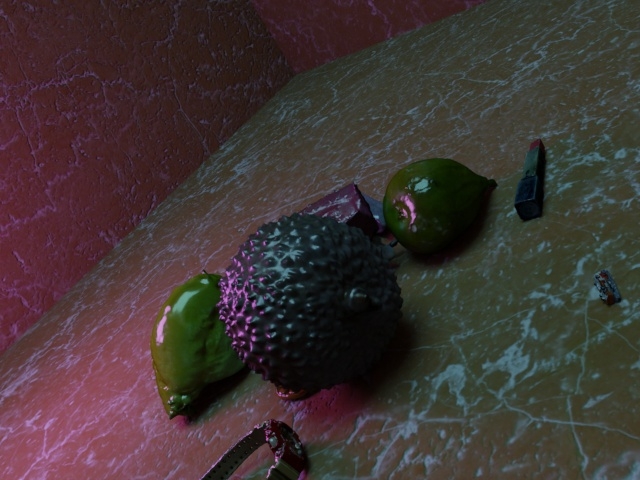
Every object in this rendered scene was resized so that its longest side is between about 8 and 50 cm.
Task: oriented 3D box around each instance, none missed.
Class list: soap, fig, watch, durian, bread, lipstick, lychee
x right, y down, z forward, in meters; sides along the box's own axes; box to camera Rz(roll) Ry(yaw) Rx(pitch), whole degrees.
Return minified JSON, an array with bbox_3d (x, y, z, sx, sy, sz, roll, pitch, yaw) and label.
[{"bbox_3d":[0.000,0.000,1.659,0.289,0.112,0.182,-30,39,11],"label":"soap"},{"bbox_3d":[0.287,-0.093,1.666,0.233,0.233,0.314,-18,1,32],"label":"fig"},{"bbox_3d":[-0.149,0.464,1.288,0.268,0.102,0.165,-45,26,-4],"label":"watch"},{"bbox_3d":[-0.305,0.250,1.684,0.256,0.339,0.204,-15,0,-13],"label":"durian"},{"bbox_3d":[-0.053,0.315,1.502,0.110,0.024,0.110,-24,28,14],"label":"bread"},{"bbox_3d":[0.519,-0.159,1.638,0.051,0.051,0.312,-19,26,32],"label":"lipstick"},{"bbox_3d":[-0.028,0.134,1.401,0.380,0.380,0.432,-49,20,-30],"label":"lychee"}]

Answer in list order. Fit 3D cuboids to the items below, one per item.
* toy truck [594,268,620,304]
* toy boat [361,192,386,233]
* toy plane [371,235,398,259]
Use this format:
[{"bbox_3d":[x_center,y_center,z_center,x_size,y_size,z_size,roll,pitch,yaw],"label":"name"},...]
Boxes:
[{"bbox_3d":[0.518,0.083,1.216,0.032,0.024,0.083,-6,31,7],"label":"toy truck"},{"bbox_3d":[0.056,-0.024,1.897,0.293,0.111,0.276,-38,25,0],"label":"toy boat"},{"bbox_3d":[0.062,0.019,1.730,0.273,0.107,0.181,22,76,30],"label":"toy plane"}]
